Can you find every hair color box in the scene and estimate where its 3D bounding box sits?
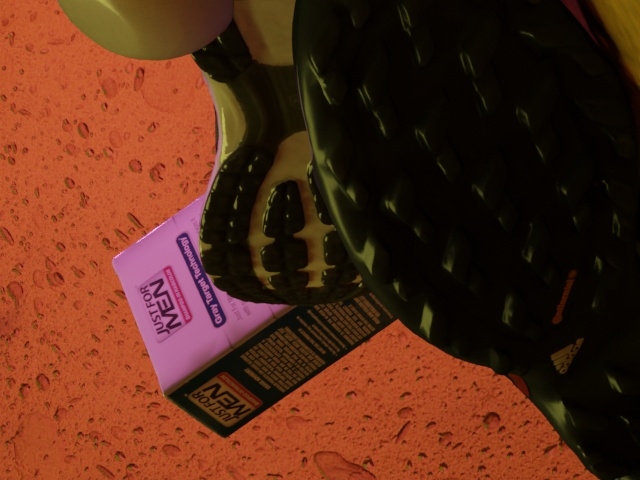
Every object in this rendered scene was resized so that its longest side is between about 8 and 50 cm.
[{"bbox_3d":[0.000,0.000,1.008,0.105,0.347,0.174,49,-171,-49],"label":"hair color box"}]

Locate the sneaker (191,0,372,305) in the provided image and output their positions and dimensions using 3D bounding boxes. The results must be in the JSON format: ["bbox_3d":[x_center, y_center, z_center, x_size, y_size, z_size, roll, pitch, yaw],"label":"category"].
[{"bbox_3d":[-0.010,-0.117,0.740,0.410,0.158,0.182,89,180,-47],"label":"sneaker"}]

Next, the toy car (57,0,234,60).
[{"bbox_3d":[-0.039,-0.160,0.391,0.136,0.159,0.182,10,149,42],"label":"toy car"}]

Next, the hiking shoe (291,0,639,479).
[{"bbox_3d":[0.073,-0.011,0.465,0.304,0.113,0.132,52,-174,-35],"label":"hiking shoe"}]
